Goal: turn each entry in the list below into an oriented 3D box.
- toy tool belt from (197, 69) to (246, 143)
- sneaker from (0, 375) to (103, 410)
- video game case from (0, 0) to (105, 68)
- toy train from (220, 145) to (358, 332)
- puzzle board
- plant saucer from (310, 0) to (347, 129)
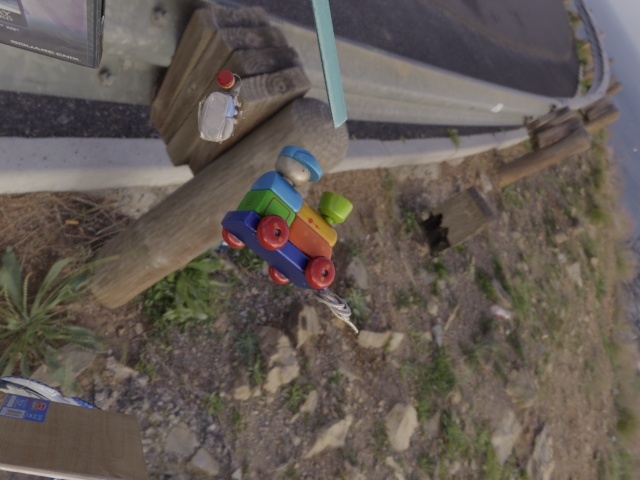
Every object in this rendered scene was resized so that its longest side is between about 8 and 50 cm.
[{"bbox_3d":[-0.115,-0.155,0.691,0.052,0.083,0.051,15,7,4],"label":"toy tool belt"},{"bbox_3d":[-0.338,0.209,0.720,0.135,0.052,0.058,25,67,-3],"label":"sneaker"},{"bbox_3d":[-0.216,-0.169,0.311,0.196,0.274,0.026,11,85,-21],"label":"video game case"},{"bbox_3d":[0.000,0.000,0.785,0.248,0.105,0.143,42,67,-31],"label":"toy train"},{"bbox_3d":[-0.168,0.132,0.390,0.096,0.128,0.011,17,85,-20],"label":"puzzle board"},{"bbox_3d":[0.003,-0.210,0.574,0.067,0.018,0.192,-96,176,-61],"label":"plant saucer"}]
